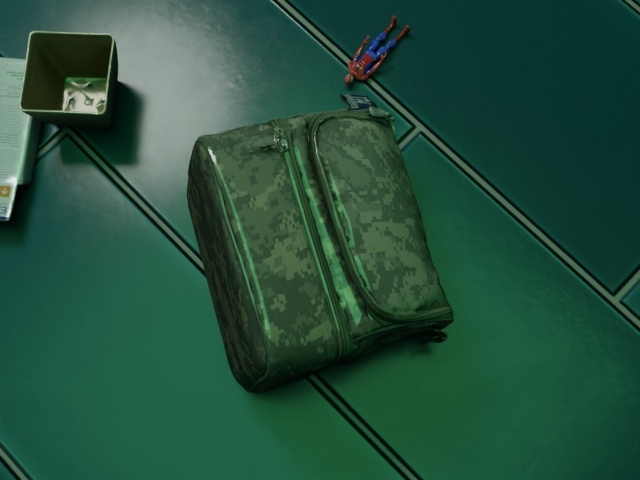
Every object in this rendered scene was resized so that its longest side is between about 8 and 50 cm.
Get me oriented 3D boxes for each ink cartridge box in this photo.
[{"bbox_3d":[-0.484,-0.136,1.126,0.223,0.045,0.224,6,77,3],"label":"ink cartridge box"}]

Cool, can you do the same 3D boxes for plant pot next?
[{"bbox_3d":[-0.314,-0.197,1.111,0.109,0.096,0.109,3,75,2],"label":"plant pot"}]

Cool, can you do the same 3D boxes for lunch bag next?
[{"bbox_3d":[0.000,0.000,1.007,0.256,0.212,0.305,-13,76,-19],"label":"lunch bag"}]

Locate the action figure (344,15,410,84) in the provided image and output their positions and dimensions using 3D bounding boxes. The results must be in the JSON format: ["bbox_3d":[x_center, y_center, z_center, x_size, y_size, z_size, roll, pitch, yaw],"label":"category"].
[{"bbox_3d":[0.071,-0.252,1.152,0.038,0.030,0.115,40,82,5],"label":"action figure"}]
